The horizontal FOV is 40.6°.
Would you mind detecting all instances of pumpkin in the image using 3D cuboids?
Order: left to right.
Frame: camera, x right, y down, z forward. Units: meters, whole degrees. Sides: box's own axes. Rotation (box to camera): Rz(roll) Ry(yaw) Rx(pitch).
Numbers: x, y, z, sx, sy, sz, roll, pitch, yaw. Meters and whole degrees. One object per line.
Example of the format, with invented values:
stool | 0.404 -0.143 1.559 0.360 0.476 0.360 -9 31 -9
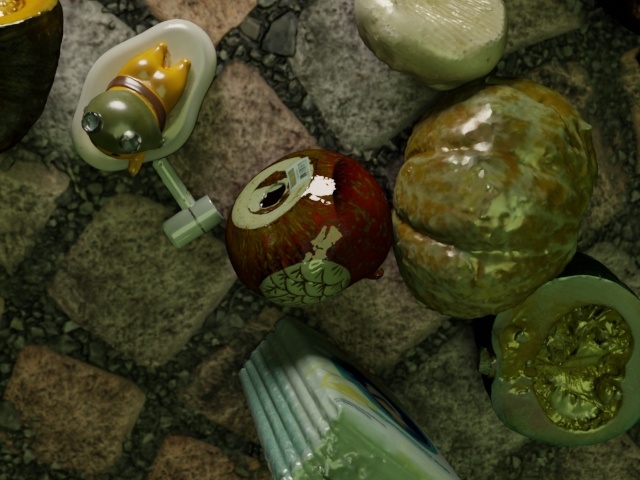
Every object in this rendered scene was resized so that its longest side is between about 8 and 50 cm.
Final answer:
pumpkin | -0.490 -0.218 1.108 0.325 0.242 0.232 -6 133 -14
pumpkin | 0.362 0.149 1.355 0.264 0.197 0.292 0 111 -2

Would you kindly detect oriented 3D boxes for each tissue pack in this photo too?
tissue pack | 0.043 0.286 1.217 0.287 0.388 0.162 42 90 -17

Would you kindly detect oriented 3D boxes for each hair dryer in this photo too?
hair dryer | -0.211 -0.065 1.266 0.082 0.047 0.137 -32 101 -2

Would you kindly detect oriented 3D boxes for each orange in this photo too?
orange | 0.240 -0.080 1.205 0.271 0.210 0.368 16 72 14

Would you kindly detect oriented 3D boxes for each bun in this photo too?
bun | 0.154 -0.303 1.225 0.231 0.231 0.133 8 146 -11

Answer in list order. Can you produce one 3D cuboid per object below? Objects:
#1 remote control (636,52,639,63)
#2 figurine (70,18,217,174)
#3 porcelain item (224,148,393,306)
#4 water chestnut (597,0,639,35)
remote control | 0.587 -0.349 1.367 0.059 0.028 0.212 40 93 -18
figurine | -0.245 -0.198 1.165 0.167 0.141 0.250 33 92 -6
porcelain item | 0.000 0.000 1.231 0.253 0.253 0.252 -3 103 -11
water chestnut | 0.506 -0.403 1.241 0.224 0.238 0.223 -2 63 4
